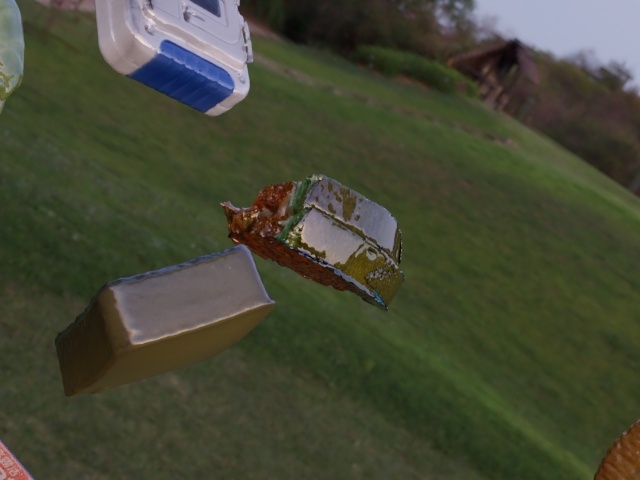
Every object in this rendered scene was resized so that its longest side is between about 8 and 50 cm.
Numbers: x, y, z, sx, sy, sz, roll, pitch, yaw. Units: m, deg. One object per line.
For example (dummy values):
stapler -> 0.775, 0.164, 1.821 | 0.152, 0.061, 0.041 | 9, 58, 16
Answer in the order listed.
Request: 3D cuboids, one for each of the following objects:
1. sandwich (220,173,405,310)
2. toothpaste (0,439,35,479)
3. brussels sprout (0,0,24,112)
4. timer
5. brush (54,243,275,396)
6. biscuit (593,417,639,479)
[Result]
sandwich -> 0.012, 0.000, 1.132 | 0.159, 0.079, 0.235 | 17, -10, 42
toothpaste -> -0.381, 0.326, 1.489 | 0.066, 0.076, 0.320 | 18, -36, 55
brussels sprout -> -0.517, -0.274, 1.677 | 0.244, 0.244, 0.244 | 34, 7, -5
timer -> -0.154, -0.268, 1.257 | 0.178, 0.078, 0.253 | 21, 50, -47
brush -> -0.123, 0.065, 0.905 | 0.197, 0.123, 0.059 | -37, -112, 61
biscuit -> 0.386, 0.290, 1.131 | 0.038, 0.305, 0.305 | 15, 19, -49
